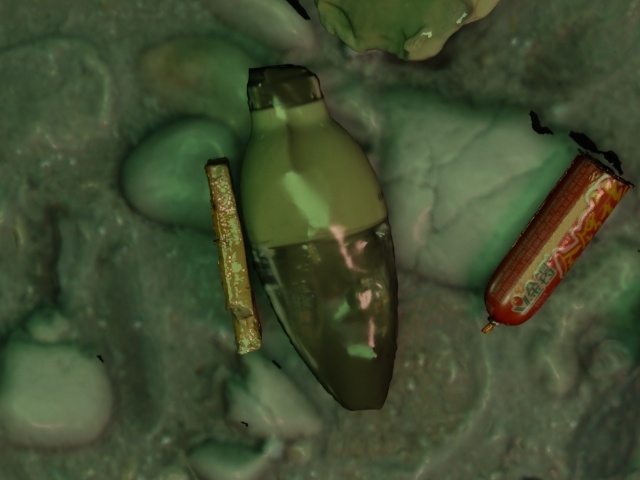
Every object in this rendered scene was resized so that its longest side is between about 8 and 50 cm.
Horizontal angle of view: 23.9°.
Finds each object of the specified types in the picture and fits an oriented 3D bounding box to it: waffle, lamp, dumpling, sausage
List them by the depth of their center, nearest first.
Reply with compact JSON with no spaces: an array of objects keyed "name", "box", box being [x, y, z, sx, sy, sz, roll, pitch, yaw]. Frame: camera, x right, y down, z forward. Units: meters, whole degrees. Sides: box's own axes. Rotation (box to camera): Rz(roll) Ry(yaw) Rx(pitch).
[{"name":"dumpling","box":[0.066,-0.232,0.970,0.193,0.147,0.258,8,75,40]},{"name":"lamp","box":[0.000,0.000,1.034,0.101,0.101,0.250,-11,100,10]},{"name":"sausage","box":[0.154,0.007,1.039,0.048,0.050,0.145,37,103,6]},{"name":"waffle","box":[-0.061,0.010,1.049,0.021,0.092,0.135,-11,96,-3]}]
